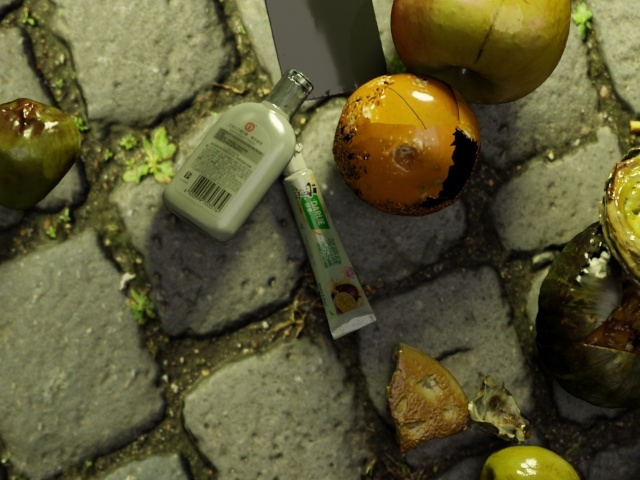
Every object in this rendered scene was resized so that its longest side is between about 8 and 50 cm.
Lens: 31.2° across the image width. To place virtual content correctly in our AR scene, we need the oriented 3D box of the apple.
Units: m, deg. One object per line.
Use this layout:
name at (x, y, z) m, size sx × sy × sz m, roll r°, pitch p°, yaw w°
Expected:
apple at (0.253, -0.351, 1.795) m, size 0.286 × 0.286 × 0.233 m, roll 25°, pitch 74°, yaw -13°

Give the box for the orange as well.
orange at (0.136, -0.149, 1.791) m, size 0.234 × 0.182 × 0.234 m, roll 3°, pitch 106°, yaw 11°

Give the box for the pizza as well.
pizza at (0.165, 0.274, 1.867) m, size 0.182 × 0.062 × 0.161 m, roll 33°, pitch 74°, yaw -17°

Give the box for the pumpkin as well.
pumpkin at (0.502, 0.129, 1.886) m, size 0.320 × 0.192 × 0.320 m, roll 1°, pitch 87°, yaw -16°

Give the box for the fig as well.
fig at (-0.440, -0.126, 1.684) m, size 0.154 × 0.144 × 0.165 m, roll 11°, pitch 95°, yaw -50°

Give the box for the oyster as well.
oyster at (0.298, 0.292, 1.896) m, size 0.148 × 0.051 × 0.103 m, roll 41°, pitch 46°, yaw -17°

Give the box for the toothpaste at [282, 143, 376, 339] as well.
toothpaste at (0.000, 0.000, 1.836) m, size 0.058 × 0.056 × 0.314 m, roll -18°, pitch 96°, yaw 30°

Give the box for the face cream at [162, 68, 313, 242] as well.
face cream at (-0.116, -0.141, 1.780) m, size 0.144 × 0.071 × 0.291 m, roll 31°, pitch 79°, yaw 21°

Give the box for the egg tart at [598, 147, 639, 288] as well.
egg tart at (0.564, -0.025, 1.791) m, size 0.279 × 0.095 × 0.279 m, roll 2°, pitch 69°, yaw -6°

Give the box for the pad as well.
pad at (0.004, -0.370, 1.867) m, size 0.181 × 0.004 × 0.267 m, roll -12°, pitch 92°, yaw -15°

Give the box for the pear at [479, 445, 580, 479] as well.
pear at (0.342, 0.407, 1.860) m, size 0.162 × 0.149 × 0.149 m, roll 16°, pitch 85°, yaw -7°
